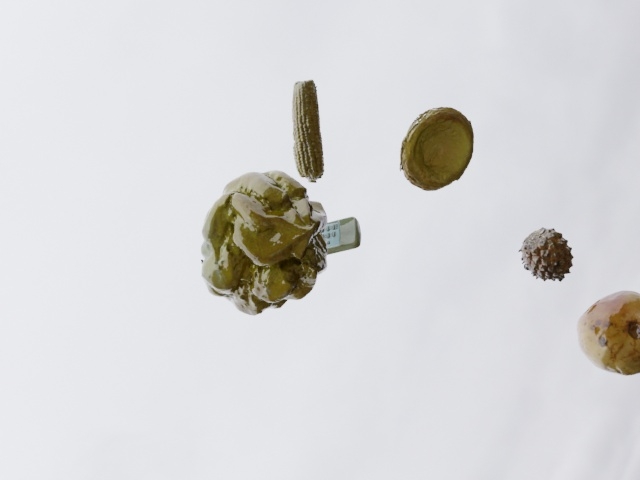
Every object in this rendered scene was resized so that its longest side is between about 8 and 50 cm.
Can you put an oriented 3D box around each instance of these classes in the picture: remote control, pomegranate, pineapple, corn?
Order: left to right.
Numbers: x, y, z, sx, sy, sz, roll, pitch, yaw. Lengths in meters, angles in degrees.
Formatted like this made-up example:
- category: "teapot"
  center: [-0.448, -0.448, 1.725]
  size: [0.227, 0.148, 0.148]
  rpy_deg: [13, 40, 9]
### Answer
- category: "corn"
  center: [-0.038, -0.303, 1.834]
  size: [0.087, 0.087, 0.288]
  rpy_deg: [-9, -84, -48]
- category: "remote control"
  center: [0.000, 0.000, 1.846]
  size: [0.038, 0.234, 0.098]
  rpy_deg: [51, -149, -51]
- category: "pineapple"
  center: [0.745, 0.061, 2.147]
  size: [0.166, 0.166, 0.193]
  rpy_deg: [-45, -72, -28]
- category: "pomegranate"
  center: [0.754, 0.231, 1.643]
  size: [0.215, 0.215, 0.215]
  rpy_deg: [-24, -57, -43]

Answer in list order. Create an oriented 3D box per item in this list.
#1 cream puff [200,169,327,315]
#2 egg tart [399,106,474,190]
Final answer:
- category: "cream puff"
  center: [-0.091, 0.017, 1.419]
  size: [0.291, 0.257, 0.324]
  rpy_deg: [-22, -57, -51]
- category: "egg tart"
  center: [0.402, -0.330, 2.333]
  size: [0.315, 0.120, 0.314]
  rpy_deg: [-10, -64, -21]
